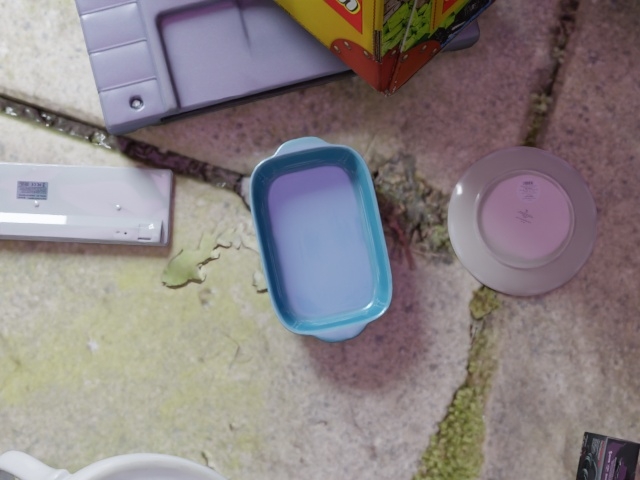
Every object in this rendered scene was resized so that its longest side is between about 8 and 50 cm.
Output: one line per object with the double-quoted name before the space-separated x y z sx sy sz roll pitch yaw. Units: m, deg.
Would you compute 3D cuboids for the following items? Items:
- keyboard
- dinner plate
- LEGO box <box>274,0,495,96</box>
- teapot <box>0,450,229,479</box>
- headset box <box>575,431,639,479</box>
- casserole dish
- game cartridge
"keyboard" -0.266 -0.036 1.110 0.256 0.014 0.072 2 79 -2
"dinner plate" 0.189 -0.019 1.118 0.141 0.017 0.141 0 83 -2
"LEGO box" -0.059 -0.402 0.918 0.193 0.372 0.500 -43 75 -12
"teapot" -0.159 0.307 0.997 0.252 0.187 0.256 12 56 -19
"headset box" 0.253 0.204 1.061 0.032 0.083 0.062 12 85 -1
"casserole dish" 0.000 0.000 1.100 0.114 0.037 0.188 -12 85 -3
"game cartridge" -0.052 -0.250 1.115 0.355 0.068 0.230 -15 89 -3
